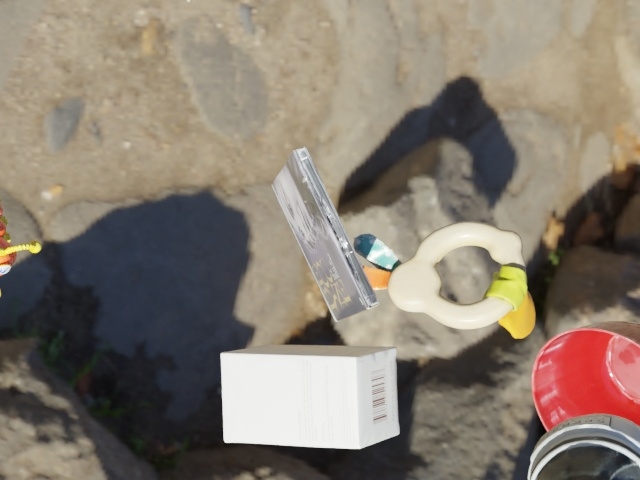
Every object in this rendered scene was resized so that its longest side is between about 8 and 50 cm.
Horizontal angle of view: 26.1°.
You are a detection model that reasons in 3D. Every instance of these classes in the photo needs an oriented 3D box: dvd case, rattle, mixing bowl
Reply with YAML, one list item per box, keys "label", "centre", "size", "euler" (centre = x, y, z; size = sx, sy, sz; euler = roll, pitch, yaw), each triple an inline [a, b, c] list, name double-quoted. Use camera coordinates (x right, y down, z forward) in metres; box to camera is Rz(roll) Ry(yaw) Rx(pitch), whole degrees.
- label: "dvd case"
  centre: [0.000, 0.000, 1.384]
  size: [0.018, 0.221, 0.165]
  euler: [-25, 87, -9]
- label: "rattle"
  centre: [0.133, 0.052, 1.551]
  size: [0.143, 0.199, 0.130]
  euler: [38, 45, -75]
- label: "mixing bowl"
  centre: [0.326, 0.154, 1.459]
  size: [0.098, 0.181, 0.181]
  euler: [-32, 121, -43]

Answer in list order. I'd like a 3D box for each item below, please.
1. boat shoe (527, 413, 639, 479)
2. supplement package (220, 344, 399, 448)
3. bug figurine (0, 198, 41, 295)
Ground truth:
- label: "boat shoe"
  centre: [0.211, 0.267, 0.839]
  size: [0.335, 0.121, 0.119]
  euler: [57, 28, -15]
- label: "supplement package"
  centre: [-0.012, 0.174, 1.571]
  size: [0.105, 0.179, 0.105]
  euler: [-6, 95, -61]
- label: "bug figurine"
  centre: [-0.343, -0.040, 1.002]
  size: [0.279, 0.072, 0.216]
  euler: [-17, 86, -44]
